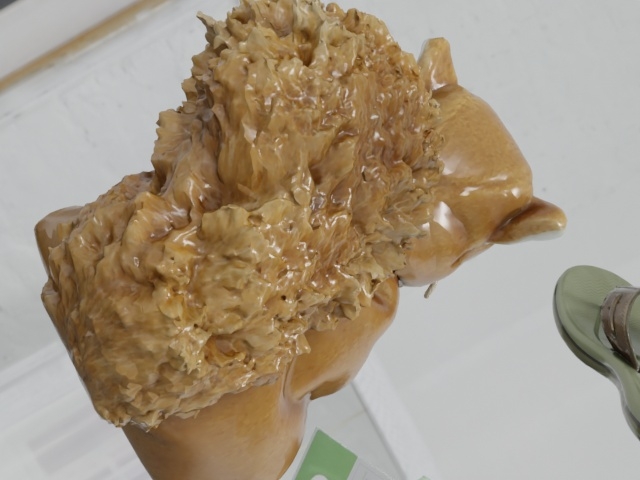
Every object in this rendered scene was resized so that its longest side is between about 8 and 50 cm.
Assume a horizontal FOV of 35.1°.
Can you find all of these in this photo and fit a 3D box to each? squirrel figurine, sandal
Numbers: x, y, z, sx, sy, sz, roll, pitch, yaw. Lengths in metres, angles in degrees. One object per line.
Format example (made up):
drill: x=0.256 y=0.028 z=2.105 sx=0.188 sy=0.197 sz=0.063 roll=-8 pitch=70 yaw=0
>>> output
squirrel figurine: x=0.000 y=0.000 z=0.736 sx=0.281 sy=0.370 sz=0.397 roll=60 pitch=-8 yaw=14
sandal: x=0.301 y=0.093 z=0.896 sx=0.303 sy=0.120 sz=0.086 roll=-108 pitch=-153 yaw=-65

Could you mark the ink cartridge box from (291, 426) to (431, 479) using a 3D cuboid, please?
ink cartridge box: x=0.068 y=0.326 z=1.088 sx=0.235 sy=0.171 sz=0.056 roll=32 pitch=19 yaw=27
